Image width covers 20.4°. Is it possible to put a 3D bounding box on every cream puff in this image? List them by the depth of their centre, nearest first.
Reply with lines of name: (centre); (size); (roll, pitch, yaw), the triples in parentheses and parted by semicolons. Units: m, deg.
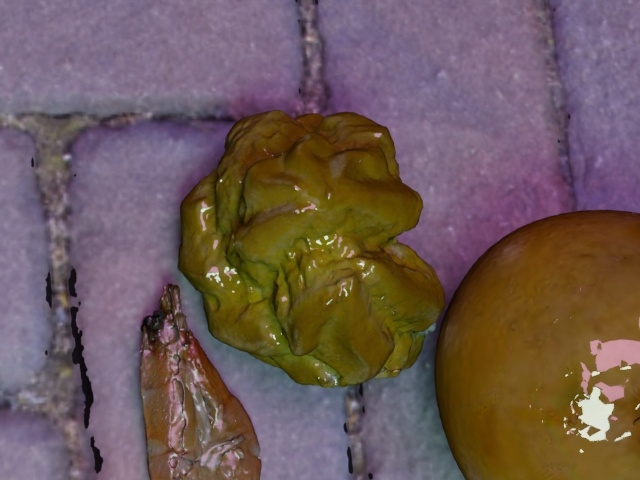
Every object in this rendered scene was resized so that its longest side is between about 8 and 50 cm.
cream puff: (-0.006, 0.001, 1.291); (0.195, 0.195, 0.221); (-17, 77, -24)

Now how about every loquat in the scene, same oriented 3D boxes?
loquat: (0.208, 0.107, 1.308); (0.263, 0.263, 0.263); (6, 72, -19)

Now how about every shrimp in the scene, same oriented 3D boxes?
shrimp: (-0.096, 0.122, 1.294); (0.091, 0.043, 0.184); (-14, 85, -31)
